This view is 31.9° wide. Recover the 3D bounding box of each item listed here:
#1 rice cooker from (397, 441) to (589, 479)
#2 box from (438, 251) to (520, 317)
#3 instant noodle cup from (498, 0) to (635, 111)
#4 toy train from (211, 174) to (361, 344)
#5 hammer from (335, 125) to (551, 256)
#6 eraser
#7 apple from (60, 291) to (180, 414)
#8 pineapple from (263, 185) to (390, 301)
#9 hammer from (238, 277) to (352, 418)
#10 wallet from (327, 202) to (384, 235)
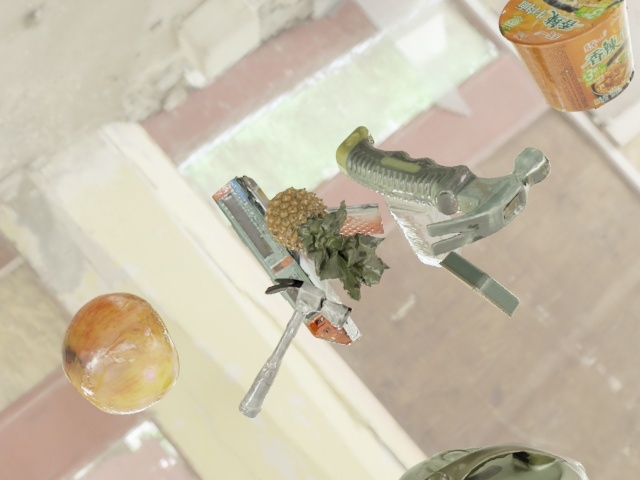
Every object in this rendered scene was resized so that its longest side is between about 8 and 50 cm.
[{"bbox_3d":[0.280,0.482,1.751,0.335,0.325,0.335,-6,-172,1],"label":"rice cooker"},{"bbox_3d":[0.233,0.062,1.634,0.031,0.091,0.126,-53,-153,1],"label":"box"},{"bbox_3d":[0.456,-0.353,2.010,0.230,0.182,0.230,-19,-142,15],"label":"instant noodle cup"},{"bbox_3d":[-0.069,0.052,2.268,0.089,0.409,0.086,-36,179,16],"label":"toy train"},{"bbox_3d":[0.109,-0.063,1.180,0.159,0.226,0.041,-41,135,-31],"label":"hammer"},{"bbox_3d":[0.198,-0.032,2.125,0.352,0.089,0.061,51,51,-62],"label":"eraser"},{"bbox_3d":[-0.240,0.135,1.325,0.146,0.146,0.146,-40,172,-7],"label":"apple"},{"bbox_3d":[0.000,0.000,1.883,0.130,0.119,0.277,-29,-149,-18],"label":"pineapple"},{"bbox_3d":[-0.073,0.221,2.100,0.044,0.152,0.427,-58,174,-45],"label":"hammer"},{"bbox_3d":[0.022,-0.035,2.179,0.196,0.020,0.103,-4,153,8],"label":"wallet"}]
